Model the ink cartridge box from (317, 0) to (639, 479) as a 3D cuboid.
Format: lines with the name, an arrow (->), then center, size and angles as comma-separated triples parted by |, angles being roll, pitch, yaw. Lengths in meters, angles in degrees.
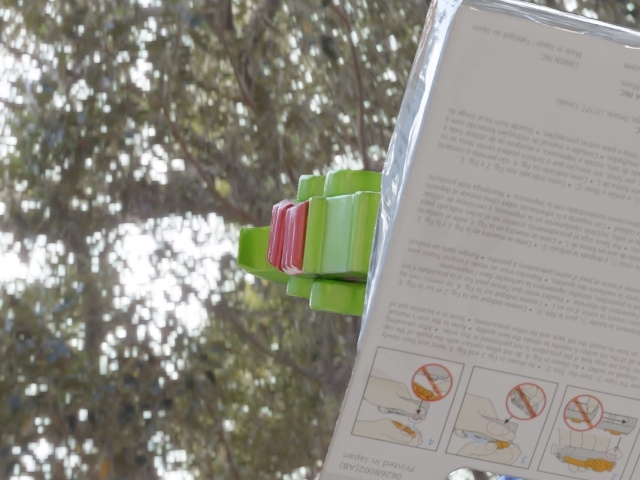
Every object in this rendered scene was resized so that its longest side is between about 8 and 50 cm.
ink cartridge box -> 0.086, 0.018, 0.444 | 0.145, 0.045, 0.179 | 13, -70, -9

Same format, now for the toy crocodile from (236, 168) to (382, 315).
toy crocodile -> 0.000, 0.000, 1.103 | 0.105, 0.340, 0.115 | 7, -90, -10

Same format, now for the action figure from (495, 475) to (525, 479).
action figure -> 0.217, 0.111, 0.678 | 0.178, 0.330, 0.341 | 45, -70, -5
